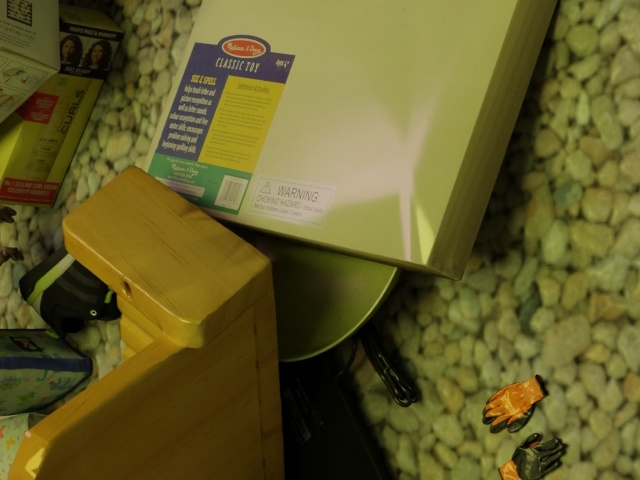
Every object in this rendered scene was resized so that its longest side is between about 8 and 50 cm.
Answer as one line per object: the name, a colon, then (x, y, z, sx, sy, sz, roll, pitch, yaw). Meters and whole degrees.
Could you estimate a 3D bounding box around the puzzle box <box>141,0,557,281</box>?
puzzle box: (0.009, -0.129, 1.506, 0.409, 0.052, 0.272, 14, 83, 46)

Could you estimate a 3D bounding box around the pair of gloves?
pair of gloves: (0.168, 0.161, 1.388, 0.074, 0.010, 0.083, -36, 63, 38)

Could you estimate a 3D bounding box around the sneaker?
sneaker: (-0.230, 0.034, 1.786, 0.235, 0.084, 0.097, -34, 87, 40)

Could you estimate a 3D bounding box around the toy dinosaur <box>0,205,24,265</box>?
toy dinosaur: (-0.430, 0.041, 1.784, 0.200, 0.127, 0.295, -44, 43, 23)

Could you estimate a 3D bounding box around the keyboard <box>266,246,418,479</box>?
keyboard: (0.009, 0.140, 1.543, 0.201, 0.033, 0.317, -48, 56, 34)

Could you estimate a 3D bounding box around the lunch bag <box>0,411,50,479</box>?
lunch bag: (-0.333, 0.242, 1.876, 0.071, 0.053, 0.083, -20, 63, 41)

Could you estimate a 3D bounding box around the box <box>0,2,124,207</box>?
box: (-0.307, -0.151, 1.859, 0.058, 0.087, 0.232, 45, 117, 39)

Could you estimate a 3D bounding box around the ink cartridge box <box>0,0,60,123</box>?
ink cartridge box: (-0.422, -0.244, 1.840, 0.309, 0.130, 0.272, -33, 52, 41)

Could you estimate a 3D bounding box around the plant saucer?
plant saucer: (0.000, 0.000, 1.521, 0.241, 0.037, 0.241, -20, 59, 37)

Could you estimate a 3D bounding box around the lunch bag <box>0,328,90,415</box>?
lunch bag: (-0.349, 0.146, 1.845, 0.151, 0.129, 0.096, -11, 79, 46)

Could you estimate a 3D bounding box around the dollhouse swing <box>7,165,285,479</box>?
dollhouse swing: (-0.203, 0.181, 1.481, 0.315, 0.305, 0.347, 33, 137, 43)
